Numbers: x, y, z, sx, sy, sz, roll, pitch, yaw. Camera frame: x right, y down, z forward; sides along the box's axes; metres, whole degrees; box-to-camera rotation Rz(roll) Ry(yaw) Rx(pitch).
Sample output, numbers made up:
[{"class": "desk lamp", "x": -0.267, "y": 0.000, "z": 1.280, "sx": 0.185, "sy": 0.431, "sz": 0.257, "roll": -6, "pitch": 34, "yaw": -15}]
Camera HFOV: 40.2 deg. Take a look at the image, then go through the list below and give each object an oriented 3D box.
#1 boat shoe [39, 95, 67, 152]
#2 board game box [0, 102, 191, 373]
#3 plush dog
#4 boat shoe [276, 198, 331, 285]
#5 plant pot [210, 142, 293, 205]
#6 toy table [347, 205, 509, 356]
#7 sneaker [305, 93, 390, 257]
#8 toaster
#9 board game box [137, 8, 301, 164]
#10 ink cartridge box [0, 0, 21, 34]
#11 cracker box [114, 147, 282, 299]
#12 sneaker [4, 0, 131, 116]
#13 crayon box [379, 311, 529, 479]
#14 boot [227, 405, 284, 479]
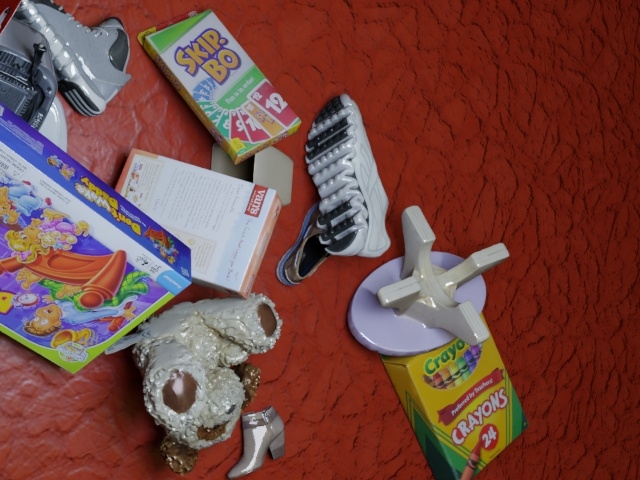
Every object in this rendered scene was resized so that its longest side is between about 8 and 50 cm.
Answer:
[{"class": "boat shoe", "x": -0.388, "y": -0.101, "z": 1.208, "sx": 0.083, "sy": 0.075, "sz": 0.226, "roll": 7, "pitch": 86, "yaw": -33}, {"class": "board game box", "x": -0.369, "y": 0.004, "z": 1.115, "sx": 0.233, "sy": 0.078, "sz": 0.347, "roll": -37, "pitch": 124, "yaw": 19}, {"class": "plush dog", "x": -0.188, "y": 0.211, "z": 1.291, "sx": 0.262, "sy": 0.210, "sz": 0.226, "roll": -41, "pitch": 130, "yaw": -44}, {"class": "boat shoe", "x": 0.000, "y": 0.000, "z": 1.461, "sx": 0.066, "sy": 0.066, "sz": 0.183, "roll": 40, "pitch": 69, "yaw": -25}, {"class": "plant pot", "x": -0.104, "y": -0.096, "z": 1.380, "sx": 0.096, "sy": 0.109, "sz": 0.109, "roll": 7, "pitch": 86, "yaw": -45}, {"class": "toy table", "x": 0.189, "y": 0.080, "z": 1.492, "sx": 0.274, "sy": 0.161, "sz": 0.252, "roll": -31, "pitch": 77, "yaw": -27}, {"class": "sneaker", "x": 0.051, "y": -0.103, "z": 1.453, "sx": 0.118, "sy": 0.110, "sz": 0.292, "roll": 16, "pitch": 61, "yaw": -42}, {"class": "toaster", "x": -0.420, "y": -0.194, "z": 1.111, "sx": 0.129, "sy": 0.146, "sz": 0.227, "roll": 23, "pitch": 117, "yaw": -33}, {"class": "board game box", "x": -0.155, "y": -0.244, "z": 1.319, "sx": 0.124, "sy": 0.039, "sz": 0.259, "roll": -33, "pitch": 76, "yaw": -29}, {"class": "ink cartridge box", "x": -0.436, "y": -0.248, "z": 1.016, "sx": 0.066, "sy": 0.232, "sz": 0.189, "roll": 36, "pitch": 72, "yaw": -35}, {"class": "cracker box", "x": -0.189, "y": -0.024, "z": 1.263, "sx": 0.232, "sy": 0.067, "sz": 0.156, "roll": 17, "pitch": 77, "yaw": 12}, {"class": "sneaker", "x": -0.351, "y": -0.300, "z": 1.239, "sx": 0.132, "sy": 0.086, "sz": 0.229, "roll": -49, "pitch": 124, "yaw": -28}, {"class": "crayon box", "x": 0.242, "y": 0.263, "z": 1.608, "sx": 0.202, "sy": 0.081, "sz": 0.319, "roll": -33, "pitch": 106, "yaw": -28}, {"class": "boot", "x": -0.110, "y": 0.322, "z": 1.409, "sx": 0.118, "sy": 0.042, "sz": 0.087, "roll": -20, "pitch": 94, "yaw": -32}]
